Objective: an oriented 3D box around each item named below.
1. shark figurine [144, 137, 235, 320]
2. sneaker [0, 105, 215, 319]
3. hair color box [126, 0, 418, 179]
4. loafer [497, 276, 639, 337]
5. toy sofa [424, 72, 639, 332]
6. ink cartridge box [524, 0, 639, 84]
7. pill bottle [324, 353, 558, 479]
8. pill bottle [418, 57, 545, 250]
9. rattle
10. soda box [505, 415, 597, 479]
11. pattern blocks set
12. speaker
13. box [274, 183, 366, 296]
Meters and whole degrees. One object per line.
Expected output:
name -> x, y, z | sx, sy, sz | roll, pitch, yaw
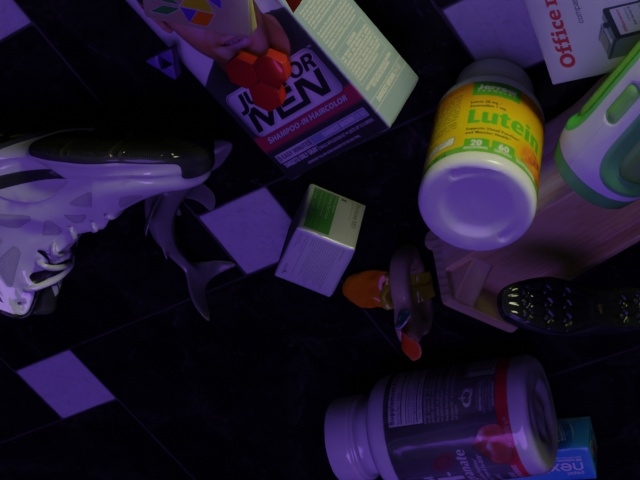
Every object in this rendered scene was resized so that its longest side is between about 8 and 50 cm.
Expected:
shark figurine -> -0.212, -0.022, 1.946 | 0.166, 0.116, 0.278 | 10, 129, 7
sneaker -> -0.332, -0.032, 1.897 | 0.448, 0.169, 0.257 | -2, 116, 20
hair color box -> -0.078, -0.266, 1.665 | 0.185, 0.113, 0.374 | -26, 114, 42
loafer -> 0.316, 0.089, 1.767 | 0.223, 0.076, 0.078 | 4, 168, -25
toy sofa -> 0.315, -0.044, 1.795 | 0.150, 0.177, 0.362 | 23, 136, -39
ink cartridge box -> 0.370, -0.312, 1.551 | 0.289, 0.121, 0.211 | -11, 127, 22
pill bottle -> 0.175, 0.275, 2.056 | 0.319, 0.176, 0.176 | -11, 126, 22
pill bottle -> 0.199, -0.113, 1.678 | 0.136, 0.245, 0.136 | 7, 130, 8
rattle -> 0.081, 0.096, 1.912 | 0.143, 0.199, 0.130 | 4, 130, 11
soda box -> 0.313, 0.323, 2.134 | 0.210, 0.067, 0.071 | -7, 127, 18
pattern blocks set -> -0.140, -0.308, 1.556 | 0.285, 0.026, 0.324 | 20, 136, 10
speaker -> 0.379, -0.165, 1.513 | 0.131, 0.131, 0.296 | 27, 134, -9
box -> 0.000, 0.000, 1.917 | 0.087, 0.101, 0.102 | 22, 131, -6
